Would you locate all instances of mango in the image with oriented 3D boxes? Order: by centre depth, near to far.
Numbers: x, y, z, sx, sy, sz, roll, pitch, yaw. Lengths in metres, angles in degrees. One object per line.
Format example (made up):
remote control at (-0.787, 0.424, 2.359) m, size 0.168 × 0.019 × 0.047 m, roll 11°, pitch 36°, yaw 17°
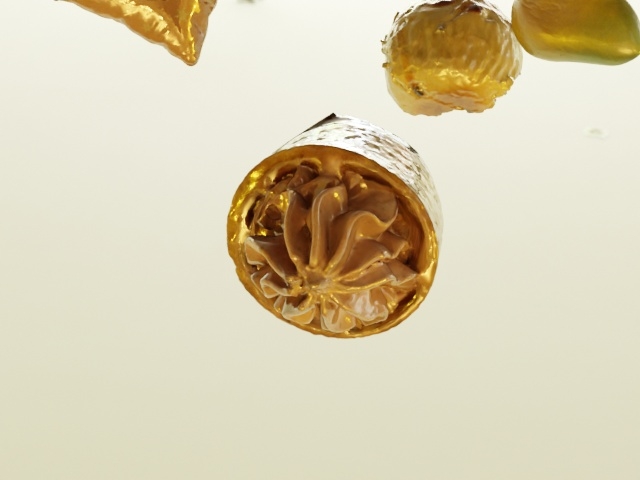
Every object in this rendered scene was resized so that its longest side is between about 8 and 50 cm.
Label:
mango at (0.409, -0.354, 1.280) m, size 0.091 × 0.137 × 0.237 m, roll -11°, pitch -160°, yaw -41°

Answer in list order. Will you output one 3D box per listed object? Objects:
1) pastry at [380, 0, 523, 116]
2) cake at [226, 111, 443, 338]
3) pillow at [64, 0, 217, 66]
pastry at (0.233, -0.364, 1.470) m, size 0.255 × 0.170 × 0.237 m, roll 0°, pitch -104°, yaw 26°
cake at (0.000, 0.000, 0.705) m, size 0.207 × 0.185 × 0.178 m, roll 33°, pitch -151°, yaw 13°
pillow at (-0.229, -0.390, 1.097) m, size 0.223 × 0.236 × 0.084 m, roll 21°, pitch -170°, yaw -19°
